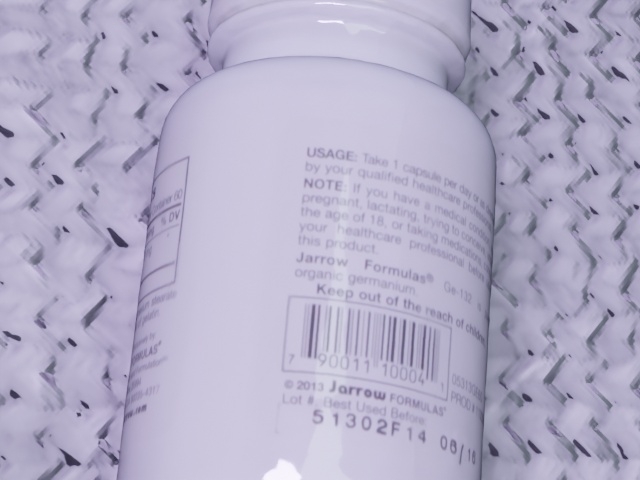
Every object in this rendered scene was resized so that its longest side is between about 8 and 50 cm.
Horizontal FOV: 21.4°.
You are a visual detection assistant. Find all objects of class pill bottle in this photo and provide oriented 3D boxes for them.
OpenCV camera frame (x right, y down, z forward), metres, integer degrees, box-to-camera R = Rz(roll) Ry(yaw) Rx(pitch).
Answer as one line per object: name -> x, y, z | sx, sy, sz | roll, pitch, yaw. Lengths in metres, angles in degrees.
pill bottle -> 0.000, 0.000, 0.639 | 0.131, 0.131, 0.229 | 11, 70, -17
